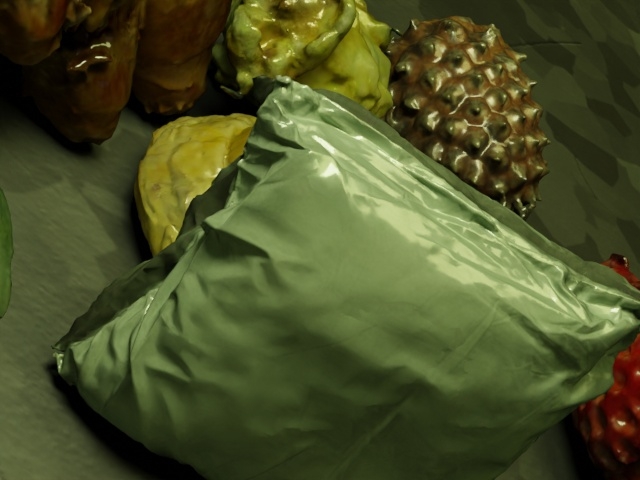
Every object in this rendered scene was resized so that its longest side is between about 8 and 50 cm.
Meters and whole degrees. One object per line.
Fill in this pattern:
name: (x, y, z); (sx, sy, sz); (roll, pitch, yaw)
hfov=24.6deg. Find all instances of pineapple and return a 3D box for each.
pineapple: (0.150, -0.036, 1.356); (0.175, 0.175, 0.361); (10, 55, -45)

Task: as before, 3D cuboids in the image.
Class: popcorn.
popcorn: (-0.014, -0.163, 1.278); (0.168, 0.173, 0.195); (54, -5, 0)

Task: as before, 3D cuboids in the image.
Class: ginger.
ginger: (-0.155, -0.226, 1.100); (0.357, 0.152, 0.274); (67, 26, -65)

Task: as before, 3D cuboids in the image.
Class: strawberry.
strawberry: (0.288, 0.146, 1.285); (0.280, 0.150, 0.253); (55, -7, 16)

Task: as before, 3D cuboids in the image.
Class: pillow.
pillow: (0.014, 0.070, 0.944); (0.310, 0.283, 0.138); (32, 22, -14)

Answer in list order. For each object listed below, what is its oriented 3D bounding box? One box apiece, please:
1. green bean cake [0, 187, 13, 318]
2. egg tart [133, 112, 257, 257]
green bean cake: (-0.284, 0.005, 0.772); (0.227, 0.125, 0.223); (39, 44, -23)
egg tart: (0.000, 0.000, 1.145); (0.319, 0.128, 0.319); (33, 32, -24)
